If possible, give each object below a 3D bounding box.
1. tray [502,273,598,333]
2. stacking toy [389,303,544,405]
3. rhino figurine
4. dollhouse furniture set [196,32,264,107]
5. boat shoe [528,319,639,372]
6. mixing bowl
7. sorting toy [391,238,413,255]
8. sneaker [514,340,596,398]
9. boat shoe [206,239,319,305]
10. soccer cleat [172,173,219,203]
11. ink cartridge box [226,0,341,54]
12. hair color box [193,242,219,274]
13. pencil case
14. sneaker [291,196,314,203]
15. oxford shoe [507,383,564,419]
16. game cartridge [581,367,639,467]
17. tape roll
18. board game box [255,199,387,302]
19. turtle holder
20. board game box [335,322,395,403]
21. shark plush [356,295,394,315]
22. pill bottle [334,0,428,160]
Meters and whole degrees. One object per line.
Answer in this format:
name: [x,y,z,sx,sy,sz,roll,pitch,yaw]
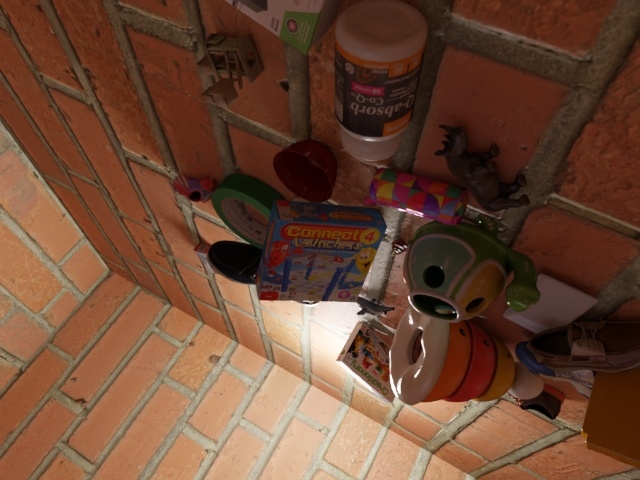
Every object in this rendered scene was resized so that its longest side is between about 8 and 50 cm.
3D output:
tray: [0.597,0.171,1.298,0.145,0.030,0.270,26,151,12]
stacking toy: [0.489,0.391,1.565,0.479,0.351,0.350,17,154,-10]
rhino figurine: [0.326,-0.151,1.031,0.243,0.073,0.106,43,148,-14]
dollhouse furniture set: [-0.260,-0.405,1.149,0.181,0.161,0.101,15,147,29]
boat shoe: [0.672,0.260,1.230,0.116,0.123,0.324,30,145,-18]
mixing bowl: [-0.025,-0.198,1.296,0.181,0.098,0.181,25,151,15]
sorting toy: [0.250,0.031,1.427,0.102,0.042,0.061,8,143,39]
sneaker: [0.713,0.345,1.395,0.296,0.112,0.131,22,138,9]
boat shoe: [-0.206,0.096,1.872,0.500,0.187,0.156,21,145,13]
soccer cleat: [-0.473,-0.184,1.791,0.248,0.095,0.083,8,143,39]
ink cartridge box: [-0.089,-0.501,0.869,0.272,0.115,0.198,33,152,0]
hair color box: [-0.511,0.089,2.306,0.093,0.053,0.167,11,146,35]
pencil case: [0.230,-0.104,1.179,0.236,0.104,0.104,16,147,28]
sneaker: [0.000,0.000,1.495,0.295,0.178,0.124,27,151,12]
oxford shoe: [0.679,0.510,1.670,0.271,0.098,0.097,22,150,21]
game cartridge: [0.827,0.420,1.176,0.323,0.285,0.053,11,144,37]
tape roll: [-0.225,-0.089,1.702,0.321,0.077,0.321,26,151,16]
board game box: [-0.006,0.041,1.391,0.308,0.086,0.302,3,130,-17]
turtle holder: [0.356,0.091,1.214,0.320,0.227,0.243,27,151,14]
board game box: [0.224,0.510,2.048,0.305,0.193,0.053,42,151,-16]
shark plush: [0.193,0.245,1.817,0.161,0.073,0.067,11,115,44]
pill bottle: [0.106,-0.294,0.941,0.162,0.162,0.278,24,151,17]
